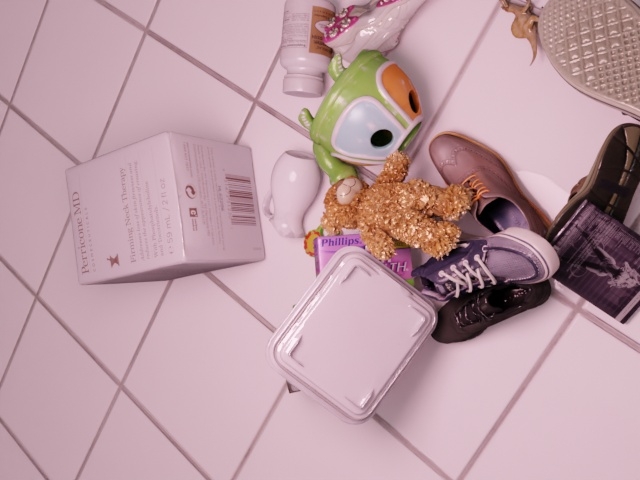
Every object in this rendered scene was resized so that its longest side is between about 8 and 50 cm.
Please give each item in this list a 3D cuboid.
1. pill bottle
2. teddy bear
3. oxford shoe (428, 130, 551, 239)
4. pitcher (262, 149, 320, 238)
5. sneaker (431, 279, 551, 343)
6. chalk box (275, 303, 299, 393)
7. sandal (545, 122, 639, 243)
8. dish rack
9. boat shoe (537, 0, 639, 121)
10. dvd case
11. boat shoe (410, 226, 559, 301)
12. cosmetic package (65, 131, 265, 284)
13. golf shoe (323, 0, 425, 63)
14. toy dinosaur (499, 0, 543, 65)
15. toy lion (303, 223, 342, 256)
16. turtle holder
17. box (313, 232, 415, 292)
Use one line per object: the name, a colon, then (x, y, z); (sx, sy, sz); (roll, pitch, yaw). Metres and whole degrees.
pill bottle: (-0.035, -0.483, 1.698); (0.131, 0.131, 0.229); (7, 94, 31)
teddy bear: (0.154, -0.072, 1.442); (0.338, 0.113, 0.245); (32, 91, 29)
oxford shoe: (0.357, -0.111, 1.454); (0.363, 0.133, 0.130); (49, 113, 22)
pitcher: (-0.087, -0.131, 1.745); (0.178, 0.126, 0.207); (33, 118, 43)
sneaker: (0.350, 0.144, 1.461); (0.286, 0.130, 0.109); (-35, 75, 28)
chalk box: (-0.015, 0.259, 1.684); (0.132, 0.132, 0.213); (-17, 80, 32)
sandal: (0.564, -0.092, 1.358); (0.120, 0.086, 0.302); (29, 99, -3)
dish rack: (0.075, 0.206, 1.459); (0.286, 0.072, 0.332); (37, 83, -2)
boat shoe: (0.621, -0.318, 1.286); (0.500, 0.156, 0.186); (48, 115, 31)
dvd case: (0.565, 0.045, 1.337); (0.221, 0.018, 0.164); (33, 109, -2)
boat shoe: (0.321, 0.066, 1.371); (0.127, 0.158, 0.340); (56, 162, -9)
cosmetic package: (-0.414, -0.070, 1.815); (0.394, 0.327, 0.329); (-13, 83, 32)
golf shoe: (0.158, -0.524, 1.594); (0.306, 0.140, 0.115); (-23, 42, 29)
toy dinosaur: (0.455, -0.468, 1.455); (0.093, 0.053, 0.183); (-40, 62, 41)
toy lion: (0.000, 0.000, 1.736); (0.096, 0.034, 0.100); (31, 105, 36)
turtle holder: (0.091, -0.267, 1.560); (0.227, 0.243, 0.320); (38, 99, 8)
box: (0.102, 0.105, 1.560); (0.214, 0.117, 0.242); (-4, 86, -6)
